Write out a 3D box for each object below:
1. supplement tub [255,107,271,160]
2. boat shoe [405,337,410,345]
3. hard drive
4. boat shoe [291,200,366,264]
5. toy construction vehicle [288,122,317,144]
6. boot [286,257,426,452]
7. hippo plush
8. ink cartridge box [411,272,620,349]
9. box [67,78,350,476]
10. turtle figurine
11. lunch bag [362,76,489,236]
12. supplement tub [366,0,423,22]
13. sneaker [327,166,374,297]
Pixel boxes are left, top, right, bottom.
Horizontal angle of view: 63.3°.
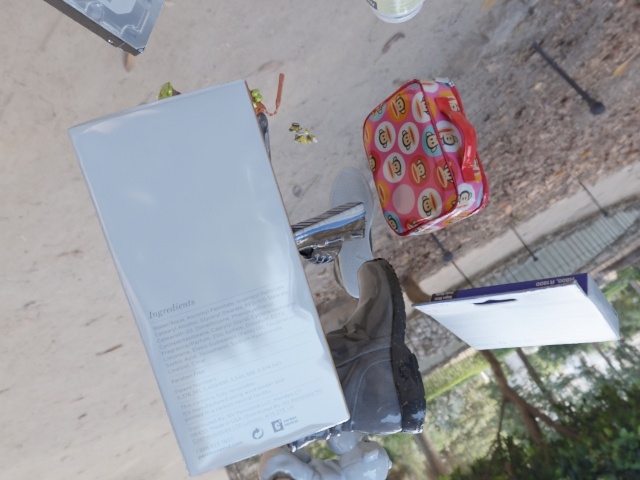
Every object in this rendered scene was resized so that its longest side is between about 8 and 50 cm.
[{"bbox_3d":[-0.170,-0.215,1.149,0.117,0.117,0.190,-21,133,-22],"label":"supplement tub"},{"bbox_3d":[0.133,0.294,1.417,0.104,0.089,0.285,-27,174,-36],"label":"boat shoe"},{"bbox_3d":[-0.515,-0.606,1.157,0.064,0.237,0.339,3,160,46],"label":"hard drive"},{"bbox_3d":[0.000,0.000,0.755,0.183,0.066,0.066,-23,-166,-29],"label":"boat shoe"},{"bbox_3d":[-0.063,-0.347,1.725,0.035,0.098,0.086,-58,141,-16],"label":"toy construction vehicle"},{"bbox_3d":[0.027,0.158,0.834,0.223,0.338,0.118,-5,129,-2],"label":"boot"},{"bbox_3d":[0.023,0.505,1.128,0.236,0.294,0.234,-40,143,4],"label":"hippo plush"},{"bbox_3d":[0.278,0.097,0.737,0.223,0.045,0.224,-13,147,36],"label":"ink cartridge box"},{"bbox_3d":[-0.110,0.031,0.582,0.168,0.345,0.215,-18,-173,-6],"label":"box"},{"bbox_3d":[-0.193,-0.216,0.963,0.217,0.087,0.269,14,117,-33],"label":"turtle figurine"},{"bbox_3d":[0.214,-0.171,1.051,0.120,0.293,0.258,-8,168,-30],"label":"lunch bag"},{"bbox_3d":[0.246,-0.889,1.702,0.235,0.235,0.325,-33,169,5],"label":"supplement tub"},{"bbox_3d":[0.065,-0.011,1.183,0.105,0.295,0.147,-4,170,-7],"label":"sneaker"}]
